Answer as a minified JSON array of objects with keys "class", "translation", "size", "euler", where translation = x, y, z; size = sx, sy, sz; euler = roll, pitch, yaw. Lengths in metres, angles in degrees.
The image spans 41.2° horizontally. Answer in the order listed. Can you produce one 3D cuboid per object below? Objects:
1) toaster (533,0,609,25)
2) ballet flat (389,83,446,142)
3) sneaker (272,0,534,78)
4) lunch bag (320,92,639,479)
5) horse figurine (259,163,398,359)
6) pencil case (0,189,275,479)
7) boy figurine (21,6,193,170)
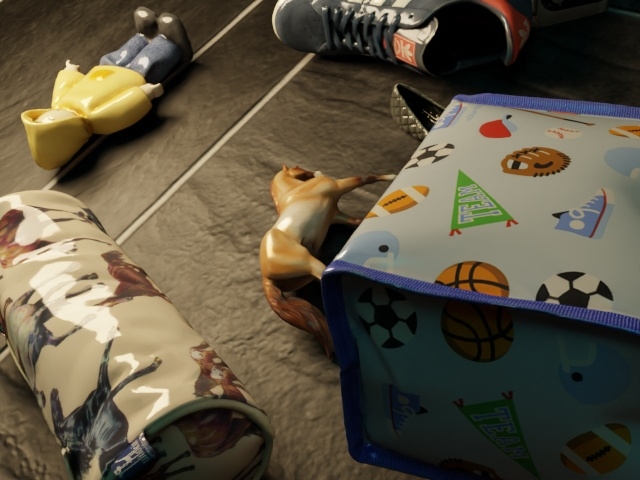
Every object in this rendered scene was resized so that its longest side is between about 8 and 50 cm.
[{"class":"toaster","translation":[0.323,-0.406,1.134],"size":[0.110,0.168,0.186],"euler":[-7,49,7]},{"class":"ballet flat","translation":[0.147,-0.138,1.025],"size":[0.173,0.049,0.057],"euler":[32,65,35]},{"class":"sneaker","translation":[0.097,-0.276,1.106],"size":[0.349,0.131,0.148],"euler":[-2,48,16]},{"class":"lunch bag","translation":[0.245,0.050,0.674],"size":[0.385,0.239,0.328],"euler":[6,37,24]},{"class":"horse figurine","translation":[0.000,0.000,0.937],"size":[0.174,0.066,0.263],"euler":[6,49,14]},{"class":"pencil case","translation":[-0.229,0.108,0.845],"size":[0.183,0.160,0.410],"euler":[-25,46,-27]},{"class":"boy figurine","translation":[-0.313,-0.214,1.200],"size":[0.177,0.092,0.285],"euler":[24,57,29]}]
